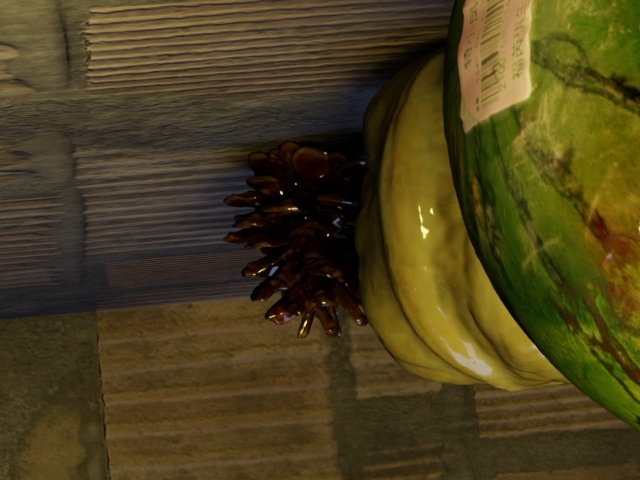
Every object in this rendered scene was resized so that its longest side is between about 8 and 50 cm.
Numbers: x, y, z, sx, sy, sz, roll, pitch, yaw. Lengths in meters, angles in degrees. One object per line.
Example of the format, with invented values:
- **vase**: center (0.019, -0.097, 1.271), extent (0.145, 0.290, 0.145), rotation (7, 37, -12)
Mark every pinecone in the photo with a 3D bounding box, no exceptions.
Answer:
- **pinecone**: center (0.000, 0.000, 1.705), extent (0.208, 0.207, 0.208), rotation (-6, 173, -1)

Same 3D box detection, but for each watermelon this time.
- **watermelon**: center (0.231, -0.057, 0.803), extent (0.363, 0.363, 0.363), rotation (-6, 173, -1)

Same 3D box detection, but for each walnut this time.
- **walnut**: center (0.154, -0.023, 1.326), extent (0.282, 0.276, 0.253), rotation (2, 173, 30)
